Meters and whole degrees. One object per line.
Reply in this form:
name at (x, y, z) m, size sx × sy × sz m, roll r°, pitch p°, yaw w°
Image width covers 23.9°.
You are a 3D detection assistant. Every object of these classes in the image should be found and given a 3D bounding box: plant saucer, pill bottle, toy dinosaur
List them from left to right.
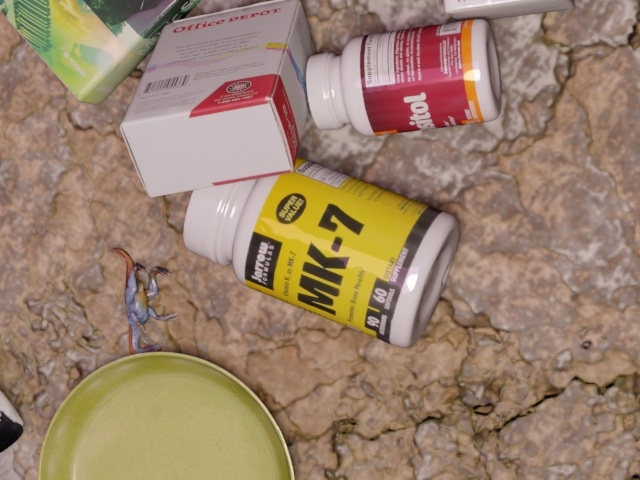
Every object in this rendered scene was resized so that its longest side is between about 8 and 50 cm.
toy dinosaur at (-0.159, 0.062, 1.354) m, size 0.090 × 0.047 × 0.082 m, roll 35°, pitch 111°, yaw 45°
plant saucer at (-0.133, 0.217, 1.340) m, size 0.241 × 0.037 × 0.241 m, roll 1°, pitch 92°, yaw 15°
pill bottle at (0.000, 0.000, 1.259) m, size 0.208 × 0.119 × 0.119 m, roll 21°, pitch 96°, yaw 14°
pill bottle at (0.070, -0.132, 1.255) m, size 0.152 × 0.086 × 0.086 m, roll -6°, pitch 90°, yaw 15°

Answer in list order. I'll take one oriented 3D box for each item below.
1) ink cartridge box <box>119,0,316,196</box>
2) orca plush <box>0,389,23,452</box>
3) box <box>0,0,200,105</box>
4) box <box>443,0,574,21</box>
ink cartridge box at (-0.077, -0.121, 1.245) m, size 0.127 × 0.175 × 0.072 m, roll -9°, pitch 123°, yaw 15°
orca plush at (-0.391, 0.105, 1.319) m, size 0.151 × 0.102 × 0.287 m, roll -11°, pitch 123°, yaw 39°
box at (-0.169, -0.312, 1.328) m, size 0.322 × 0.058 × 0.232 m, roll -44°, pitch 80°, yaw 12°
box at (0.150, -0.236, 1.230) m, size 0.102 × 0.087 × 0.101 m, roll -6°, pitch 90°, yaw 15°
